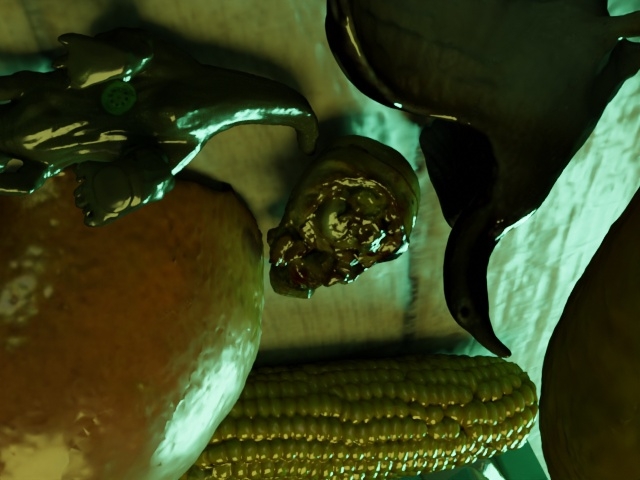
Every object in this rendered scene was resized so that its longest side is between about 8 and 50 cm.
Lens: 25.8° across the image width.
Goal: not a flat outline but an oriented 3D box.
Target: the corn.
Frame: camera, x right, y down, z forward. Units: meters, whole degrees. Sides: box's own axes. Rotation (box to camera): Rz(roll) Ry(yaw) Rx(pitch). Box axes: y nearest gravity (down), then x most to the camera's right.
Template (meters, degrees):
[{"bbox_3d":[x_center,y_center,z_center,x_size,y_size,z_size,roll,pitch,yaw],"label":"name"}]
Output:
[{"bbox_3d":[0.015,0.136,1.023,0.310,0.101,0.101,-3,152,-16],"label":"corn"}]

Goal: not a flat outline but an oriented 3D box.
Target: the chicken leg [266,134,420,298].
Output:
[{"bbox_3d":[0.000,0.000,0.793,0.093,0.070,0.178,-33,175,-22],"label":"chicken leg"}]

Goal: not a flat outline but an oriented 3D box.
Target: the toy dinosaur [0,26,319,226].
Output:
[{"bbox_3d":[-0.102,-0.063,0.672,0.187,0.087,0.179,-2,-167,11],"label":"toy dinosaur"}]

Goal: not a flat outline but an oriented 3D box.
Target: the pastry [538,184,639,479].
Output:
[{"bbox_3d":[0.215,-0.008,0.544,0.356,0.164,0.356,-50,173,-9],"label":"pastry"}]

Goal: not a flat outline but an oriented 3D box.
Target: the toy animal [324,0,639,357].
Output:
[{"bbox_3d":[0.086,-0.056,0.595,0.160,0.197,0.272,-25,147,17],"label":"toy animal"}]

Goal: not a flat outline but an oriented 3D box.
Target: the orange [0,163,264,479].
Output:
[{"bbox_3d":[-0.183,0.065,0.806,0.310,0.274,0.274,-42,157,-13],"label":"orange"}]

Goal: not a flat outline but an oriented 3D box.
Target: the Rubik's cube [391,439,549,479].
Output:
[{"bbox_3d":[0.121,0.289,1.271,0.224,0.213,0.265,-36,138,12],"label":"Rubik's cube"}]
